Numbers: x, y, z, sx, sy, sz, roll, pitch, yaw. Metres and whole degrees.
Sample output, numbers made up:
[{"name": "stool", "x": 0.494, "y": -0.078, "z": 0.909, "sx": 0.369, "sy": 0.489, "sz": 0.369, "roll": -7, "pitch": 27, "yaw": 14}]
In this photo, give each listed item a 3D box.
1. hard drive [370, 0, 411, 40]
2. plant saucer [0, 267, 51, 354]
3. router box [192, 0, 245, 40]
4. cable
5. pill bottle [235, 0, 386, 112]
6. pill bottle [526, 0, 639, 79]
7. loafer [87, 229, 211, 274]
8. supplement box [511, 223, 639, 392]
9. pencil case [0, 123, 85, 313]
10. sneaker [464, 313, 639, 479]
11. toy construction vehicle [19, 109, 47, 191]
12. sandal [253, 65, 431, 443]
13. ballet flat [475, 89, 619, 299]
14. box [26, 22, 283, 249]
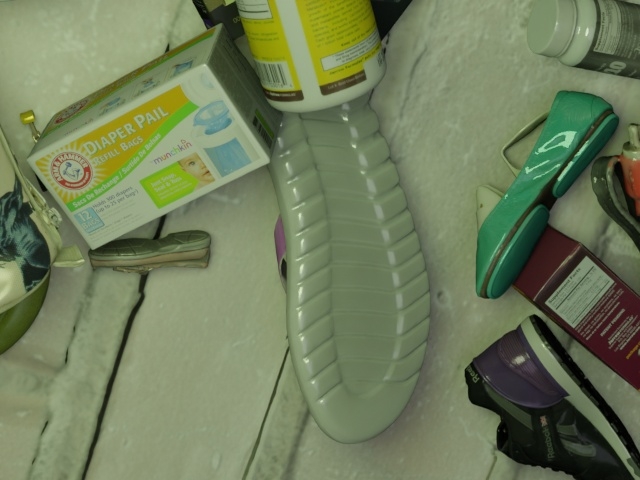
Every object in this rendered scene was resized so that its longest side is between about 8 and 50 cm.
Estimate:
[{"name": "hard drive", "x": 0.055, "y": -0.239, "z": 1.340, "sx": 0.094, "sy": 0.022, "sz": 0.135, "roll": -6, "pitch": 144, "yaw": -46}, {"name": "plant saucer", "x": -0.379, "y": 0.026, "z": 1.320, "sx": 0.241, "sy": 0.037, "sz": 0.241, "roll": -3, "pitch": 108, "yaw": -9}, {"name": "router box", "x": -0.021, "y": -0.366, "z": 1.304, "sx": 0.309, "sy": 0.081, "sz": 0.243, "roll": -31, "pitch": 114, "yaw": -6}, {"name": "cable", "x": 0.376, "y": -0.010, "z": 1.528, "sx": 0.139, "sy": 0.072, "sz": 0.287, "roll": -29, "pitch": 112, "yaw": -34}, {"name": "pill bottle", "x": -0.020, "y": -0.231, "z": 1.239, "sx": 0.117, "sy": 0.117, "sz": 0.215, "roll": -21, "pitch": 114, "yaw": -10}, {"name": "pill bottle", "x": 0.291, "y": -0.215, "z": 1.448, "sx": 0.137, "sy": 0.078, "sz": 0.078, "roll": 8, "pitch": 104, "yaw": -19}, {"name": "loafer", "x": -0.170, "y": 0.019, "z": 1.398, "sx": 0.125, "sy": 0.045, "sz": 0.039, "roll": -9, "pitch": 115, "yaw": -17}, {"name": "supplement box", "x": 0.297, "y": 0.072, "z": 1.523, "sx": 0.188, "sy": 0.104, "sz": 0.081, "roll": 39, "pitch": 93, "yaw": -23}, {"name": "pencil case", "x": -0.355, "y": -0.125, "z": 1.168, "sx": 0.183, "sy": 0.160, "sz": 0.410, "roll": -25, "pitch": 112, "yaw": -19}, {"name": "sneaker", "x": 0.267, "y": 0.216, "z": 1.575, "sx": 0.124, "sy": 0.107, "sz": 0.283, "roll": -35, "pitch": 110, "yaw": 12}, {"name": "toy construction vehicle", "x": -0.295, "y": -0.068, "z": 1.340, "sx": 0.086, "sy": 0.035, "sz": 0.098, "roll": -21, "pitch": 111, "yaw": 0}, {"name": "sandal", "x": 0.013, "y": -0.002, "z": 1.424, "sx": 0.169, "sy": 0.102, "sz": 0.416, "roll": -12, "pitch": 97, "yaw": -29}, {"name": "ballet flat", "x": 0.217, "y": -0.055, "z": 1.478, "sx": 0.247, "sy": 0.087, "sz": 0.083, "roll": -56, "pitch": 154, "yaw": -1}, {"name": "box", "x": -0.153, "y": -0.096, "z": 1.295, "sx": 0.203, "sy": 0.103, "sz": 0.114, "roll": -26, "pitch": 114, "yaw": 19}]
